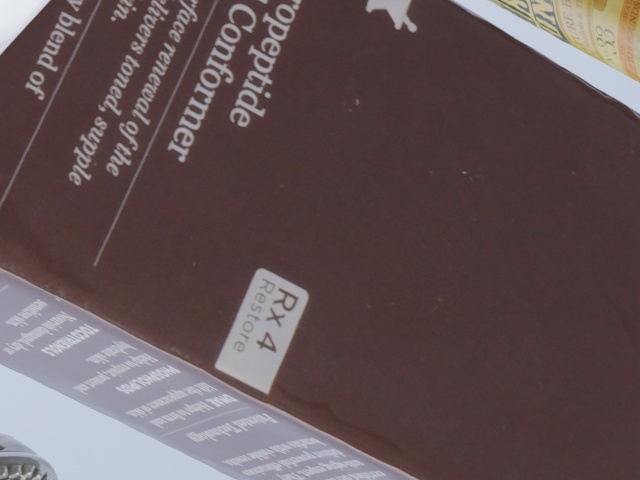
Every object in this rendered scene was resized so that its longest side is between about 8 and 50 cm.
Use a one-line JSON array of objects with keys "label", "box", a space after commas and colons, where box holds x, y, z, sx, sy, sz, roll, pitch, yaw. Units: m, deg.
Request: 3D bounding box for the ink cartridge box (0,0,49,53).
[{"label": "ink cartridge box", "box": [-0.123, -0.060, 0.419, 0.122, 0.052, 0.088, -46, -136, 5]}]

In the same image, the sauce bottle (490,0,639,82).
[{"label": "sauce bottle", "box": [0.047, -0.069, 0.374, 0.042, 0.042, 0.128, -50, -130, -7]}]

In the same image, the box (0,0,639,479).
[{"label": "box", "box": [0.000, 0.000, 0.700, 0.381, 0.143, 0.191, 28, -112, -18]}]

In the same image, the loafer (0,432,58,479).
[{"label": "loafer", "box": [-0.309, 0.172, 1.170, 0.087, 0.251, 0.094, -136, -129, -61]}]
